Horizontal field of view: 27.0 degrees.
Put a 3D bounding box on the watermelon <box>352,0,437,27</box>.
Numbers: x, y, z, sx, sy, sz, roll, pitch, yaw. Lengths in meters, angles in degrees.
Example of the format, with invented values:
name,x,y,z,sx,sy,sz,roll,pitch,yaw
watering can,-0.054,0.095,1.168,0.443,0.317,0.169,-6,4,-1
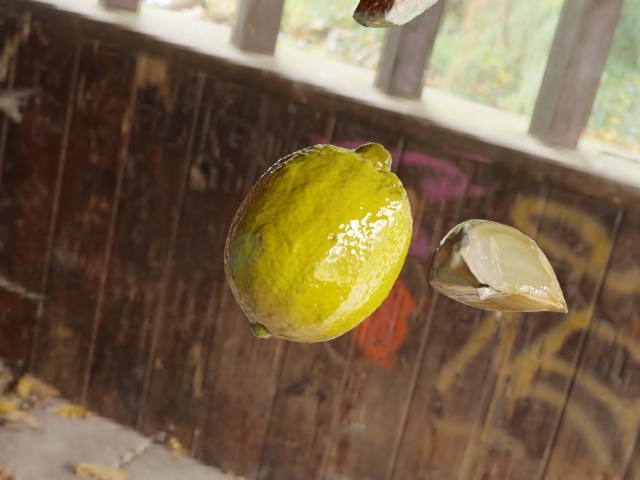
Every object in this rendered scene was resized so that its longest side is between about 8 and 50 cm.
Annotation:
name,x,y,z,sx,sy,sz,roll,pitch,yaw
watermelon,0.109,-0.368,1.786,0.121,0.158,0.098,-21,34,-20

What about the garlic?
name,x,y,z,sx,sy,sz,roll,pitch,yaw
garlic,0.271,0.042,2.169,0.196,0.151,0.338,25,4,33

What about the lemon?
name,x,y,z,sx,sy,sz,roll,pitch,yaw
lemon,0.000,0.000,1.857,0.245,0.320,0.245,33,-4,3
